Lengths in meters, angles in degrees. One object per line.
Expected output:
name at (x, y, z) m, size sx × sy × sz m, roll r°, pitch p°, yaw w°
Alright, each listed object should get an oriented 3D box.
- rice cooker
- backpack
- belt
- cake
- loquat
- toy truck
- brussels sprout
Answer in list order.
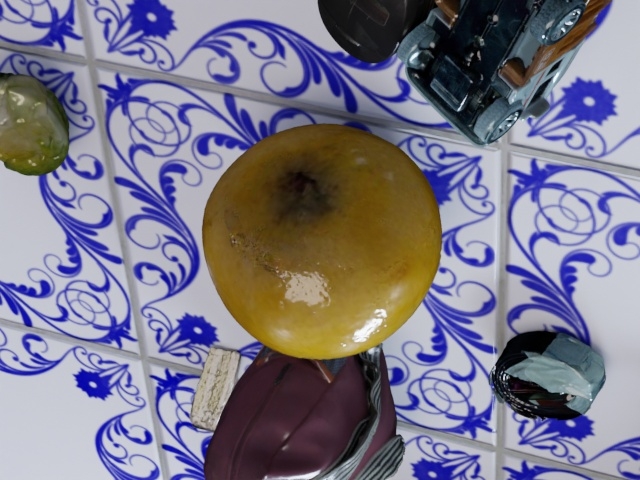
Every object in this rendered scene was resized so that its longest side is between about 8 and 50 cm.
rice cooker at (0.067, -0.251, 1.776) m, size 0.112 × 0.106 × 0.165 m, roll 43°, pitch 135°, yaw 7°
backpack at (-0.023, 0.250, 2.160) m, size 0.197 × 0.317 × 0.283 m, roll 8°, pitch 133°, yaw 24°
belt at (0.266, 0.157, 2.105) m, size 0.140 × 0.058 × 0.105 m, roll 1°, pitch 125°, yaw 33°
cake at (-0.135, 0.186, 2.375) m, size 0.052 × 0.065 × 0.121 m, roll 21°, pitch 115°, yaw 9°
loquat at (0.000, 0.000, 1.950) m, size 0.263 × 0.263 × 0.263 m, roll 15°, pitch 136°, yaw 15°
toy truck at (0.200, -0.236, 1.679) m, size 0.136 × 0.162 × 0.305 m, roll 47°, pitch 143°, yaw 16°
brussels sprout at (-0.360, -0.140, 2.134) m, size 0.139 × 0.100 × 0.181 m, roll 25°, pitch 138°, yaw -11°
